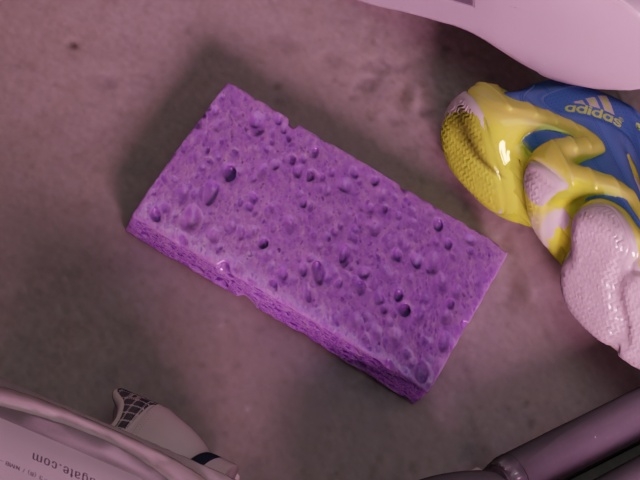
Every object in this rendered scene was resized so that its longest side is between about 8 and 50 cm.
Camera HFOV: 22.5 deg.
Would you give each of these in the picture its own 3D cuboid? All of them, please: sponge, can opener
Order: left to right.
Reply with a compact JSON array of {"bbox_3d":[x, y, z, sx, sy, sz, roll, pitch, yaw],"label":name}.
[{"bbox_3d":[0.000,0.000,0.993,0.210,0.031,0.117,31,60,0],"label":"sponge"},{"bbox_3d":[0.133,0.147,0.928,0.280,0.093,0.074,-20,70,-29],"label":"can opener"}]

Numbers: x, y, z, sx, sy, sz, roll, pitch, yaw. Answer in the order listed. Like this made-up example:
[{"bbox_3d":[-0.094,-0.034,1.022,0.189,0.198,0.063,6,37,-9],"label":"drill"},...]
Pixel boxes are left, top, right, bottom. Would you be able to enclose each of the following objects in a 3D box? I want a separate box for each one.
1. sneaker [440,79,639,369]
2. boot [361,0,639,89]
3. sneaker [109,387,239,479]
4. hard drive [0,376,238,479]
[{"bbox_3d":[0.190,-0.025,1.016,0.126,0.091,0.240,-25,64,-30],"label":"sneaker"},{"bbox_3d":[0.132,-0.193,1.065,0.258,0.095,0.123,25,54,20],"label":"boot"},{"bbox_3d":[-0.150,0.174,0.840,0.095,0.090,0.235,38,55,18],"label":"sneaker"},{"bbox_3d":[-0.114,0.196,0.642,0.237,0.064,0.339,27,30,-19],"label":"hard drive"}]
